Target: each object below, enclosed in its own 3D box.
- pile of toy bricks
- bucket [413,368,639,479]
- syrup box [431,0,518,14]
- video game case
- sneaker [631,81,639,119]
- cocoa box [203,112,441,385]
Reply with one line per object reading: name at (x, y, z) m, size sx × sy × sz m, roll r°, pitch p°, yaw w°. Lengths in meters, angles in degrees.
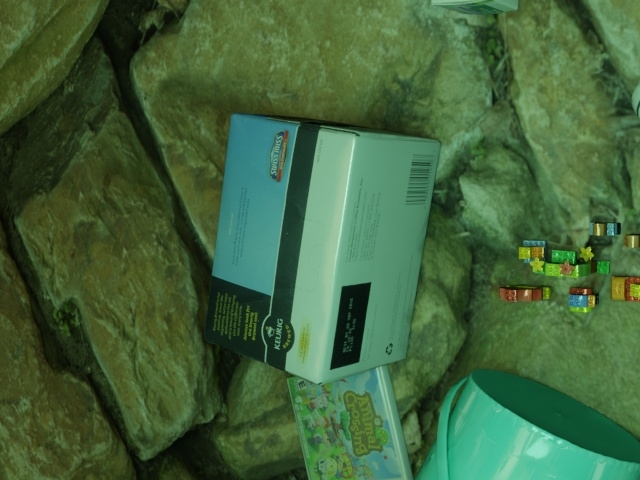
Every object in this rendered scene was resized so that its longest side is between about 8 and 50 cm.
pile of toy bricks at (0.327, 0.036, 1.207) m, size 0.212 × 0.105 × 0.118 m, roll 1°, pitch 93°, yaw 37°
bucket at (0.262, 0.295, 1.175) m, size 0.281 × 0.281 × 0.183 m, roll 28°, pitch 100°, yaw 32°
syrup box at (0.215, -0.434, 1.269) m, size 0.096 × 0.093 × 0.236 m, roll 4°, pitch 95°, yaw 36°
video game case at (0.045, 0.307, 1.484) m, size 0.193 × 0.023 × 0.212 m, roll -17°, pitch 83°, yaw 36°
sneaker at (0.509, -0.190, 1.036) m, size 0.321 × 0.126 × 0.127 m, roll -31°, pitch 59°, yaw 33°
cocoa box at (0.000, 0.000, 1.369) m, size 0.228 × 0.231 × 0.347 m, roll 15°, pitch 102°, yaw 36°
